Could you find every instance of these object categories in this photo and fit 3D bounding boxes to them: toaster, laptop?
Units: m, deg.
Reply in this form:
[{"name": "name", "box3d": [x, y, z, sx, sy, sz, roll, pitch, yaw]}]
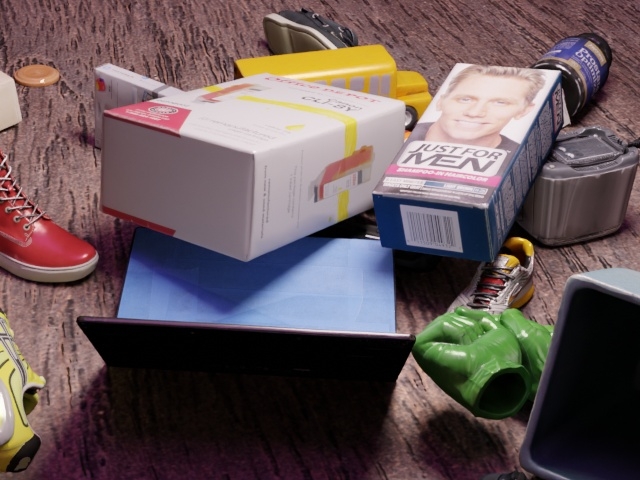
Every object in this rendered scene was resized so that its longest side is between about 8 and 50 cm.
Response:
[{"name": "toaster", "box3d": [0.398, -0.086, 2.016, 0.227, 0.146, 0.129, -12, 35, -23]}, {"name": "laptop", "box3d": [-0.082, 0.050, 1.654, 0.381, 0.408, 0.236, 3, 75, -1]}]

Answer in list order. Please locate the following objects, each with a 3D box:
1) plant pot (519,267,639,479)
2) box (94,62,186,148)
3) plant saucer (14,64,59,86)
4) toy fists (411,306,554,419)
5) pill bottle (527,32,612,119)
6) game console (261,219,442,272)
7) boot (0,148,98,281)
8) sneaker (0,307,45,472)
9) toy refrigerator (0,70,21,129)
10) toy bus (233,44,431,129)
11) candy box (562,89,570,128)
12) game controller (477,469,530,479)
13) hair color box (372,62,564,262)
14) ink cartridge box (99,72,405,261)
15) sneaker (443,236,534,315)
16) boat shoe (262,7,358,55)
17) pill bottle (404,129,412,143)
[{"name": "plant pot", "box3d": [0.417, 0.169, 1.525, 0.247, 0.247, 0.252, 20, 18, 25]}, {"name": "box", "box3d": [-0.294, -0.197, 2.129, 0.186, 0.145, 0.038, 21, 33, 28]}, {"name": "plant saucer", "box3d": [-0.532, -0.311, 2.418, 0.083, 0.013, 0.083, 2, 31, -1]}, {"name": "toy fists", "box3d": [0.225, 0.144, 1.602, 0.279, 0.096, 0.142, 3, 23, -46]}, {"name": "pill bottle", "box3d": [0.469, -0.312, 2.420, 0.122, 0.123, 0.219, 19, 35, 23]}, {"name": "game console", "box3d": [0.000, 0.000, 1.934, 0.361, 0.044, 0.213, 11, 32, 15]}, {"name": "boot", "box3d": [-0.427, -0.048, 1.840, 0.244, 0.176, 0.088, 18, 32, 20]}, {"name": "sneaker", "box3d": [-0.421, 0.163, 1.569, 0.147, 0.145, 0.385, 26, 21, -23]}, {"name": "toy refrigerator", "box3d": [-0.645, -0.271, 2.269, 0.102, 0.094, 0.269, -30, 44, -33]}, {"name": "toy bus", "box3d": [0.023, -0.256, 2.227, 0.332, 0.130, 0.108, -8, 33, -14]}, {"name": "candy box", "box3d": [0.296, -0.187, 2.193, 0.159, 0.071, 0.233, -2, 20, 43]}, {"name": "game controller", "box3d": [0.219, 0.366, 1.352, 0.166, 0.067, 0.319, 23, 34, 3]}, {"name": "hair color box", "box3d": [0.222, -0.123, 1.875, 0.173, 0.105, 0.347, 8, 41, 25]}, {"name": "ink cartridge box", "box3d": [-0.091, -0.123, 1.887, 0.279, 0.160, 0.384, 16, 23, 31]}, {"name": "sneaker", "box3d": [0.235, 0.066, 1.800, 0.088, 0.093, 0.225, 17, 34, 22]}, {"name": "boat shoe", "box3d": [0.014, -0.370, 2.465, 0.113, 0.127, 0.340, -25, 30, -20]}, {"name": "pill bottle", "box3d": [0.058, -0.143, 2.098, 0.221, 0.121, 0.121, 21, 35, 27]}]
